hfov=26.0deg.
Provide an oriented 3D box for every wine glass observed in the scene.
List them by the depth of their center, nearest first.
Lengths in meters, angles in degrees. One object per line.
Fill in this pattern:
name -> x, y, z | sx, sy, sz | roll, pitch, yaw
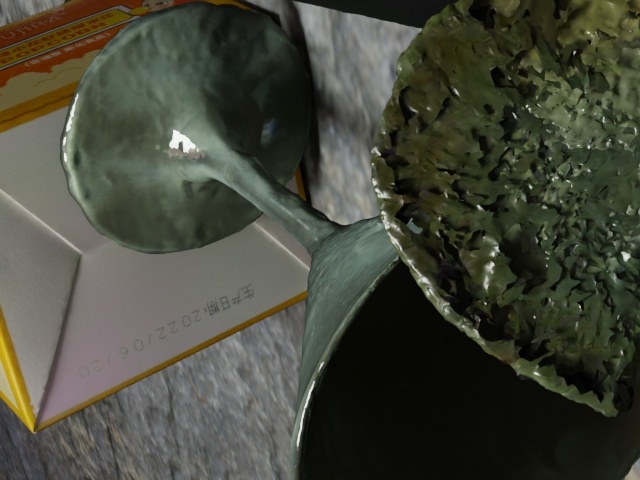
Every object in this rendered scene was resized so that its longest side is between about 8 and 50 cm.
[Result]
wine glass -> 0.000, 0.000, 0.880 | 0.406, 0.267, 0.267 | 40, 146, 47

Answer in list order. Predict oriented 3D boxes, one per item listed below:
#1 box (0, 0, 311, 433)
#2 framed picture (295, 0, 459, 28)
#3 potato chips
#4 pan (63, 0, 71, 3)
box -> -0.184, -0.045, 1.140 | 0.214, 0.283, 0.259 | 29, 138, 50
framed picture -> 0.029, -0.150, 0.641 | 0.244, 0.324, 0.013 | 160, 117, -65
potato chips -> 0.135, -0.041, 0.633 | 0.202, 0.220, 0.029 | 56, -174, 7
pan -> -0.236, -0.192, 1.403 | 0.235, 0.028, 0.136 | 4, 116, 62
